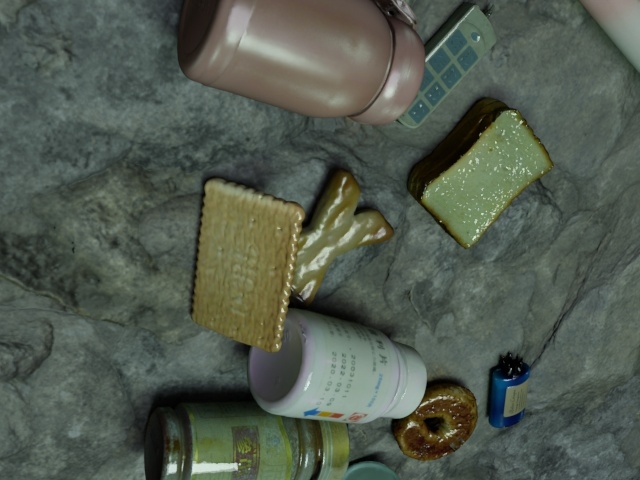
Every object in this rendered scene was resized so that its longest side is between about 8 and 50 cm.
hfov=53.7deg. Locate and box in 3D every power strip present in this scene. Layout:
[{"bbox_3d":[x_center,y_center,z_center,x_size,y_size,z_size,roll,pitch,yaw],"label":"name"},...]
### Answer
[{"bbox_3d":[0.183,-0.263,0.947,0.227,0.029,0.080,-48,126,6],"label":"power strip"}]

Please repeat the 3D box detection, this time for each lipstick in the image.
[{"bbox_3d":[0.505,-0.348,1.011,0.326,0.087,0.087,28,103,-33],"label":"lipstick"}]

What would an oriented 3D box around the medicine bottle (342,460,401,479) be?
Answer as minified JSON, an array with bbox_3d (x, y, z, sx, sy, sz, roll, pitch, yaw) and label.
[{"bbox_3d":[0.104,0.626,1.336,0.158,0.158,0.318,-13,122,-18],"label":"medicine bottle"}]

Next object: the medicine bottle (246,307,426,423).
[{"bbox_3d":[0.036,0.219,1.062,0.292,0.170,0.170,20,108,-38],"label":"medicine bottle"}]

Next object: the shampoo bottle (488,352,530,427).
[{"bbox_3d":[0.409,0.323,1.369,0.087,0.050,0.183,-14,122,-14],"label":"shampoo bottle"}]

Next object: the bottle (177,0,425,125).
[{"bbox_3d":[-0.009,-0.258,0.785,0.296,0.173,0.207,12,78,-29],"label":"bottle"}]

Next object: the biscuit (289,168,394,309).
[{"bbox_3d":[0.000,0.000,1.002,0.208,0.047,0.164,-41,129,0],"label":"biscuit"}]

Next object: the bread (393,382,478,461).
[{"bbox_3d":[0.241,0.376,1.319,0.193,0.064,0.193,-7,117,-15],"label":"bread"}]

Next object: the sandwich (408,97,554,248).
[{"bbox_3d":[0.264,-0.109,1.051,0.215,0.065,0.186,-48,125,7],"label":"sandwich"}]

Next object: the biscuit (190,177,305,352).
[{"bbox_3d":[-0.111,0.040,0.933,0.160,0.030,0.250,17,115,16],"label":"biscuit"}]

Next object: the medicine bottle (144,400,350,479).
[{"bbox_3d":[-0.124,0.352,1.079,0.322,0.151,0.151,6,115,-27],"label":"medicine bottle"}]
